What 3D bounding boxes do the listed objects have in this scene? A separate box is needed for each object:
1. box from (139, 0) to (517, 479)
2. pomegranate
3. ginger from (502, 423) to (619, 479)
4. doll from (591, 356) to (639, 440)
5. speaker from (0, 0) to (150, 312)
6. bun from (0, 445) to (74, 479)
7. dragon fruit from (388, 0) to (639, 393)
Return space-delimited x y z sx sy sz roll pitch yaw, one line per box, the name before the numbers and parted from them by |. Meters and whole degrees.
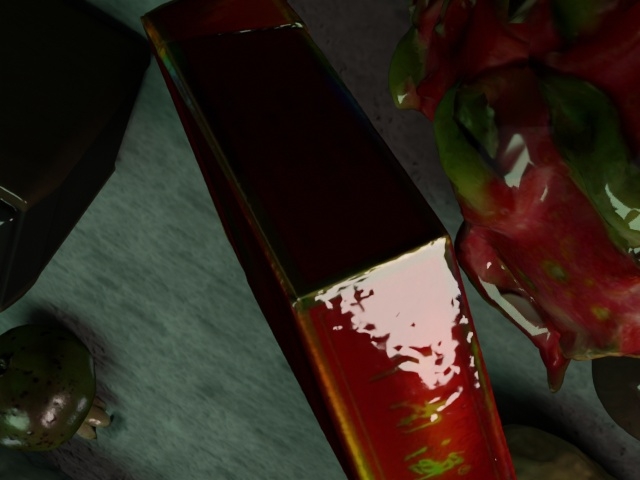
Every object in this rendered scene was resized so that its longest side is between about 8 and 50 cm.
box | 0.000 0.000 0.876 0.313 0.089 0.197 -121 8 -51
pomegranate | -0.239 0.137 1.345 0.114 0.114 0.142 5 157 34
ginger | 0.168 0.225 1.100 0.267 0.152 0.138 61 166 -5
doll | 0.245 0.077 0.913 0.145 0.096 0.188 -37 116 26
speaker | -0.262 -0.092 1.046 0.231 0.192 0.153 29 142 1
bun | -0.322 0.361 1.501 0.354 0.194 0.354 26 125 42
dragon fruit | 0.179 -0.054 0.714 0.303 0.237 0.231 31 157 3
